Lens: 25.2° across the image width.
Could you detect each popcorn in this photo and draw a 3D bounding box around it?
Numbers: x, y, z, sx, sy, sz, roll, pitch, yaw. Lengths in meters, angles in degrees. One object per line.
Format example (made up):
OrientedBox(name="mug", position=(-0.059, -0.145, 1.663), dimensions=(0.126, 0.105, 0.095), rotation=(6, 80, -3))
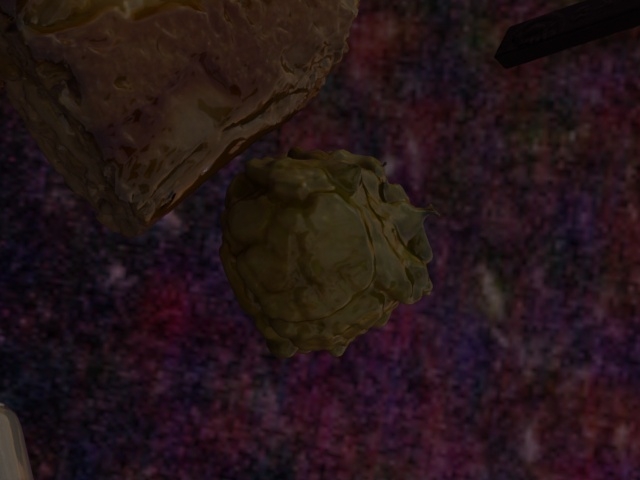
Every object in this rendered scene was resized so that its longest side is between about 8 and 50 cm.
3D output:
OrientedBox(name="popcorn", position=(0.008, 0.002, 1.499), dimensions=(0.249, 0.225, 0.249), rotation=(-18, 90, -75))

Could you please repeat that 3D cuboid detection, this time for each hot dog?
OrientedBox(name="hot dog", position=(-0.142, -0.244, 1.251), dimensions=(0.365, 0.196, 0.367), rotation=(-38, 104, -24))

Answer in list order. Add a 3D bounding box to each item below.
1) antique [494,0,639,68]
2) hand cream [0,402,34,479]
OrientedBox(name="antique", position=(0.179, -0.137, 0.851), dimensions=(0.015, 0.192, 0.031), rotation=(45, 57, -23))
OrientedBox(name="hand cream", position=(-0.233, 0.294, 1.037), dimensions=(0.118, 0.185, 0.359), rotation=(-14, 73, -20))
